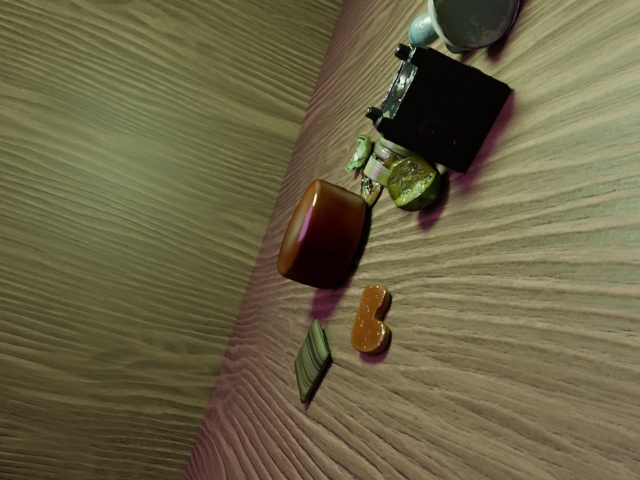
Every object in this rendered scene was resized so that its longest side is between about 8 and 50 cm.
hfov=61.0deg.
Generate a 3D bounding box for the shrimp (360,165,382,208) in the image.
[{"bbox_3d":[0.178,-0.206,1.864,0.148,0.035,0.195,127,150,-52],"label":"shrimp"}]

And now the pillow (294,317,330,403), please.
[{"bbox_3d":[-0.031,0.396,1.799,0.208,0.052,0.212,-110,40,-62],"label":"pillow"}]

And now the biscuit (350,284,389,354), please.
[{"bbox_3d":[0.147,0.212,1.463,0.186,0.036,0.192,-20,51,66],"label":"biscuit"}]

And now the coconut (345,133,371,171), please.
[{"bbox_3d":[0.156,-0.339,2.073,0.158,0.055,0.133,-44,29,54],"label":"coconut"}]

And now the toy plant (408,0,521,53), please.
[{"bbox_3d":[0.360,-0.623,1.465,0.332,0.247,0.247,-116,49,-74],"label":"toy plant"}]

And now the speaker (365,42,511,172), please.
[{"bbox_3d":[0.273,-0.329,1.312,0.184,0.253,0.232,-106,39,-67],"label":"speaker"}]

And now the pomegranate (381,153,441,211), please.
[{"bbox_3d":[0.241,-0.155,1.427,0.169,0.122,0.143,52,122,30],"label":"pomegranate"}]

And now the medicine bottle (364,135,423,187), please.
[{"bbox_3d":[0.257,-0.302,1.513,0.151,0.151,0.323,-107,40,-65],"label":"medicine bottle"}]

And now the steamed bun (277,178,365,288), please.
[{"bbox_3d":[0.000,0.000,1.842,0.248,0.234,0.380,-97,30,-59],"label":"steamed bun"}]
